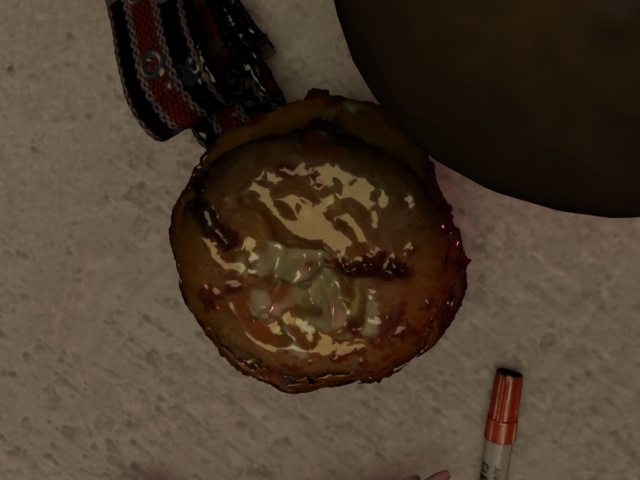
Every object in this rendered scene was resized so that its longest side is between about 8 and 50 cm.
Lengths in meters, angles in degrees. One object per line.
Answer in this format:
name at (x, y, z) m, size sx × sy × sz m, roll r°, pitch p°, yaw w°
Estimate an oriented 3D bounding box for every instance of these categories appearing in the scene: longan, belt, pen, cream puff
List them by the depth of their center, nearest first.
longan at (0.192, -0.209, 0.512) m, size 0.405 × 0.336 × 0.404 m, roll -2°, pitch 97°, yaw -19°
cream puff at (-0.001, 0.000, 0.680) m, size 0.240 × 0.164 × 0.239 m, roll 5°, pitch 114°, yaw 11°
belt at (-0.149, -0.246, 0.685) m, size 0.094 × 0.126 × 0.359 m, roll -28°, pitch 89°, yaw 26°
pen at (0.153, 0.230, 0.757) m, size 0.028 × 0.028 × 0.239 m, roll 8°, pitch 102°, yaw 10°

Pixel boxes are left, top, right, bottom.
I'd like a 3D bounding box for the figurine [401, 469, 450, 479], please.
figurine at (-0.042, 0.311, 0.721) m, size 0.316 × 0.284 × 0.206 m, roll 9°, pitch 108°, yaw 37°
